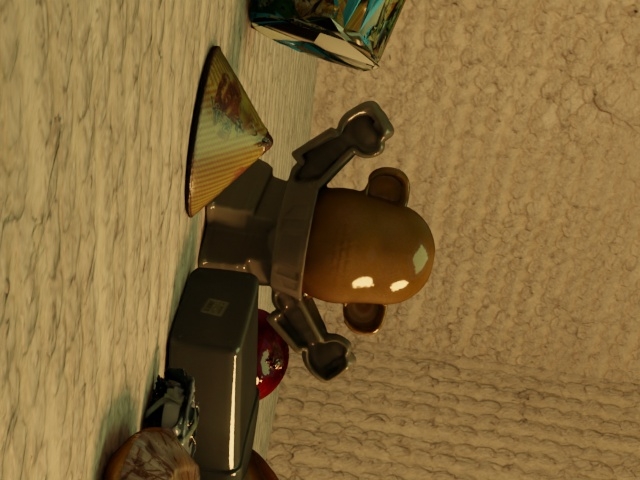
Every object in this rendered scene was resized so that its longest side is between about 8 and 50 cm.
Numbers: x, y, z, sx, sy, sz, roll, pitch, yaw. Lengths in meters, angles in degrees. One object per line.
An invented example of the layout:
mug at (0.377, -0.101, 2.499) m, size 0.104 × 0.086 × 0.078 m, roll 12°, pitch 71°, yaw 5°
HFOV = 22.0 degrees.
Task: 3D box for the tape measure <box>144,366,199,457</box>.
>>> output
tape measure at (-0.157, 0.195, 1.735) m, size 0.091 × 0.054 × 0.094 m, roll 86°, pitch 10°, yaw -54°

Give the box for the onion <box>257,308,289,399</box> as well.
onion at (-0.100, 0.155, 2.209) m, size 0.131 × 0.131 × 0.131 m, roll 9°, pitch 90°, yaw -88°

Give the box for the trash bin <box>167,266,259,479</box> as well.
trash bin at (-0.126, 0.170, 1.919) m, size 0.177 × 0.101 × 0.236 m, roll -75°, pitch 171°, yaw -57°

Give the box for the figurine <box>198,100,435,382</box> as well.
figurine at (0.000, 0.001, 2.034) m, size 0.167 × 0.285 × 0.342 m, roll -75°, pitch 172°, yaw -56°

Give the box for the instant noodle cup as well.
instant noodle cup at (0.017, -0.339, 2.155) m, size 0.240 × 0.240 × 0.178 m, roll 81°, pitch 27°, yaw -83°

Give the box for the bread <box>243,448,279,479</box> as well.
bread at (-0.044, 0.463, 2.005) m, size 0.333 × 0.143 × 0.323 m, roll -115°, pitch 179°, yaw -47°

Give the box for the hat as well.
hat at (-0.093, -0.115, 1.814) m, size 0.193 × 0.082 × 0.193 m, roll 8°, pitch 90°, yaw -89°

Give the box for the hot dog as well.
hot dog at (-0.162, 0.248, 1.563) m, size 0.268 × 0.075 × 0.144 m, roll 74°, pitch 20°, yaw -77°
